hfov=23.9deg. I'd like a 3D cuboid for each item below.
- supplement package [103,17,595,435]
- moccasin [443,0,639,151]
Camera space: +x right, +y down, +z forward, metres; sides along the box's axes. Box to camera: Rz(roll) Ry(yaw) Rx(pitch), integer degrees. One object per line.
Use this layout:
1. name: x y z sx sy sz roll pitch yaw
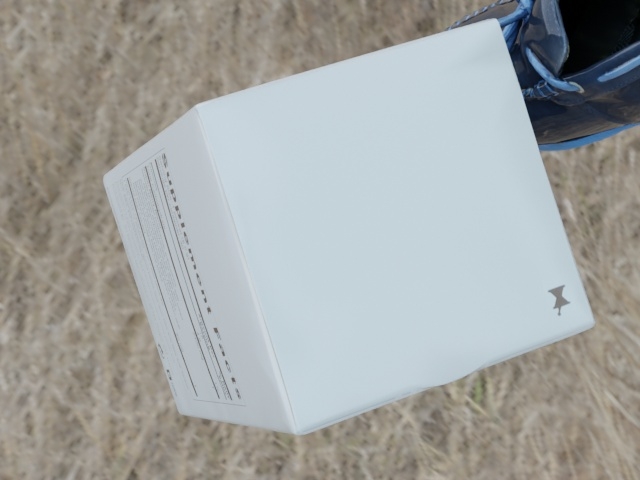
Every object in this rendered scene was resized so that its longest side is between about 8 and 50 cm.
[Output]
1. supplement package: 0.000 0.000 0.892 0.177 0.293 0.175 -18 91 -18
2. moccasin: 0.178 -0.142 0.914 0.342 0.117 0.138 -10 56 49
